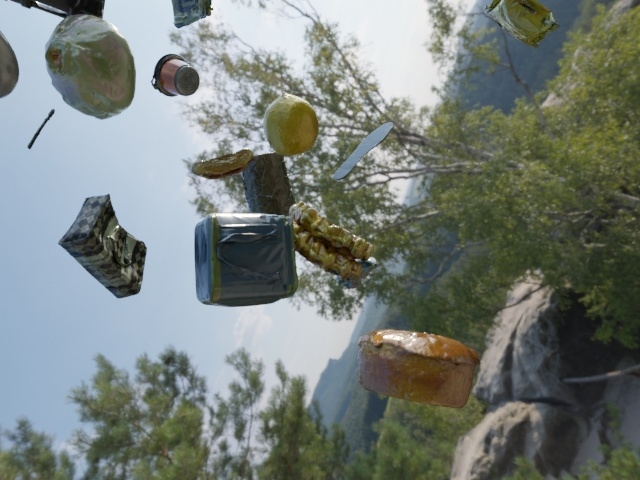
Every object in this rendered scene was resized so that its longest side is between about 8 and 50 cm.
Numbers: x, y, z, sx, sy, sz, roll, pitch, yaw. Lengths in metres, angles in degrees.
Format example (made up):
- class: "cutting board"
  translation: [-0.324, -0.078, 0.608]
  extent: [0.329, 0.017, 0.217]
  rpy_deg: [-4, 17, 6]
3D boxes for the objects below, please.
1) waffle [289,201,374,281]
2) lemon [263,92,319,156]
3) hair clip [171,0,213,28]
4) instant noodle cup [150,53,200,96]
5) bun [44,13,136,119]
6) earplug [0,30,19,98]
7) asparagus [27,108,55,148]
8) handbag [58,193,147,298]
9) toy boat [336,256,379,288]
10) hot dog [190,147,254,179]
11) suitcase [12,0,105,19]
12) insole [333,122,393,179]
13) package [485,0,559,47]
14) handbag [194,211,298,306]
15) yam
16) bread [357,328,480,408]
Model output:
- class: "waffle"
  translation: [0.000, 0.000, 1.296]
  extent: [0.151, 0.261, 0.324]
  rpy_deg: [-61, 31, -1]
- class: "lemon"
  translation: [-0.094, -0.364, 1.315]
  extent: [0.178, 0.179, 0.202]
  rpy_deg: [-55, -41, -52]
- class: "hair clip"
  translation: [-0.431, -0.821, 1.435]
  extent: [0.091, 0.321, 0.138]
  rpy_deg: [-15, -66, -32]
- class: "instant noodle cup"
  translation: [-0.601, -0.695, 1.779]
  extent: [0.208, 0.126, 0.177]
  rpy_deg: [-51, -31, -20]
- class: "bun"
  translation: [-0.690, -0.501, 1.204]
  extent: [0.187, 0.293, 0.292]
  rpy_deg: [-38, -32, -56]
- class: "earplug"
  translation: [-0.841, -0.456, 0.927]
  extent: [0.325, 0.214, 0.174]
  rpy_deg: [84, -167, -65]
- class: "asparagus"
  translation: [-0.833, -0.336, 1.241]
  extent: [0.016, 0.013, 0.165]
  rpy_deg: [104, 176, -61]
- class: "handbag"
  translation: [-0.959, 0.024, 1.909]
  extent: [0.415, 0.180, 0.316]
  rpy_deg: [72, -168, -46]
- class: "toy boat"
  translation: [0.133, 0.114, 1.440]
  extent: [0.260, 0.078, 0.085]
  rpy_deg: [-40, 65, 62]
- class: "hot dog"
  translation: [-0.362, -0.280, 1.565]
  extent: [0.243, 0.073, 0.084]
  rpy_deg: [-21, -9, -21]
- class: "suitcase"
  translation: [-0.804, -0.772, 1.243]
  extent: [0.206, 0.286, 0.066]
  rpy_deg: [-45, 45, 45]
- class: "insole"
  translation: [0.182, -0.380, 1.764]
  extent: [0.348, 0.119, 0.009]
  rpy_deg: [-47, -56, -8]
- class: "package"
  translation: [0.630, -0.704, 1.307]
  extent: [0.090, 0.226, 0.168]
  rpy_deg: [-50, 1, 6]
- class: "handbag"
  translation: [-0.214, 0.052, 1.155]
  extent: [0.222, 0.241, 0.262]
  rpy_deg: [-26, 65, 58]
- class: "yam"
  translation: [-0.230, -0.231, 1.888]
  extent: [0.241, 0.241, 0.347]
  rpy_deg: [-30, -73, -73]
- class: "bread"
  translation: [0.244, 0.317, 1.050]
  extent: [0.312, 0.313, 0.172]
  rpy_deg: [59, -142, -76]
